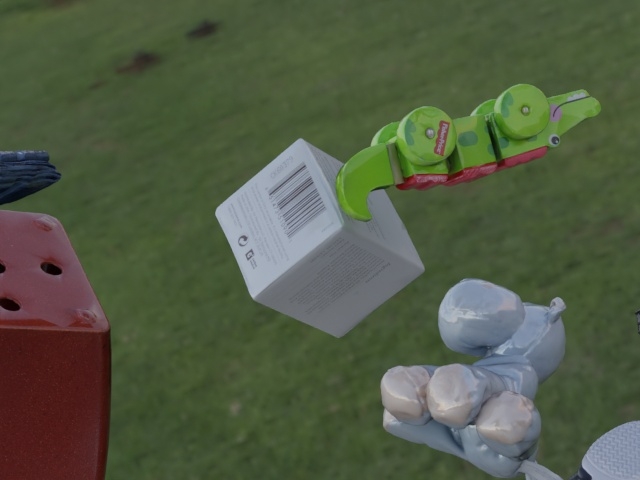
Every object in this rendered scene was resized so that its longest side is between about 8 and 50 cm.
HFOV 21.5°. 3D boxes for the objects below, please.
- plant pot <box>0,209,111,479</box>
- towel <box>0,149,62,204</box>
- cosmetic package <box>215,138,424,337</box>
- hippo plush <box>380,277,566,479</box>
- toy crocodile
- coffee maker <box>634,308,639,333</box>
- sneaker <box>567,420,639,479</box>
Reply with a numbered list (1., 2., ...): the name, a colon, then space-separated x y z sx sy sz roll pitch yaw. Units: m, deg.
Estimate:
1. plant pot: -0.332 0.113 1.559 0.267 0.235 0.267 5 34 -32
2. towel: -0.248 -0.044 1.285 0.067 0.029 0.119 -26 -2 14
3. cosmetic package: 0.000 0.000 2.078 0.151 0.184 0.151 -39 52 19
4. hippo plush: 0.240 0.168 2.163 0.236 0.294 0.234 -65 6 -21
5. toy crocodile: 0.173 -0.110 1.974 0.340 0.105 0.115 -15 -3 -22
6. coffee maker: 0.364 0.062 1.297 0.171 0.120 0.178 -2 -26 -18
7. sneaker: 0.279 0.313 1.770 0.268 0.153 0.101 -36 36 6
